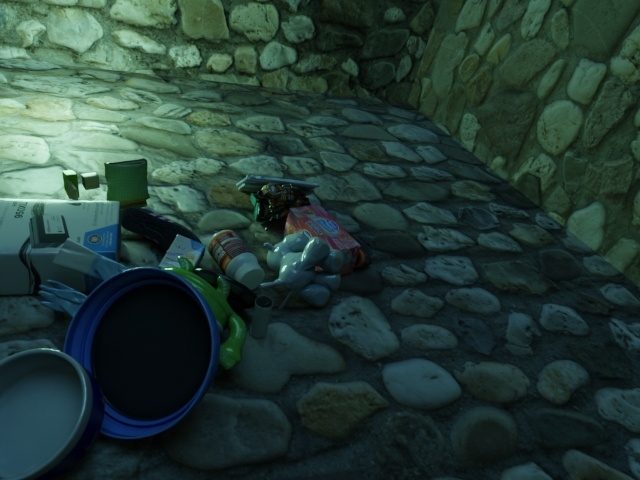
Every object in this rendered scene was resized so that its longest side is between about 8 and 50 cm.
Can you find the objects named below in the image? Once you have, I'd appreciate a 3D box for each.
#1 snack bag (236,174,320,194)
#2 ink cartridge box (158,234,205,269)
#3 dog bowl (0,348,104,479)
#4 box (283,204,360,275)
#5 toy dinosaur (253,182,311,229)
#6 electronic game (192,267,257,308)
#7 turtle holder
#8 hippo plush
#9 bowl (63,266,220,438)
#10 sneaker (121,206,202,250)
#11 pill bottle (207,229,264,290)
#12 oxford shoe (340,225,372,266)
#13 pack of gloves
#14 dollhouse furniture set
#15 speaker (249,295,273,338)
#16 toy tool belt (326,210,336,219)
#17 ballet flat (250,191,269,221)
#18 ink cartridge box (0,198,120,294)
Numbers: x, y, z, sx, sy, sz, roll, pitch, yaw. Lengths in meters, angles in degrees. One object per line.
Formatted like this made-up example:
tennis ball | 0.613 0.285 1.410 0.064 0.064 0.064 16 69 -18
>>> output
snack bag | -0.185 -0.231 1.946 0.322 0.037 0.342 5 -1 -18
ink cartridge box | -0.467 0.079 1.494 0.104 0.062 0.182 21 50 -5
dog bowl | -0.610 0.373 0.951 0.264 0.104 0.265 0 57 -1
box | 0.000 0.000 1.764 0.153 0.142 0.300 -11 43 -34
toy dinosaur | -0.143 -0.152 1.825 0.321 0.218 0.165 33 42 -42
electronic game | -0.299 0.149 1.383 0.229 0.229 0.048 19 64 5
turtle holder | -0.369 0.231 1.255 0.320 0.243 0.228 47 48 -14
hippo plush | -0.080 0.103 1.583 0.294 0.235 0.236 -39 33 -13
bowl | -0.425 0.264 1.082 0.390 0.392 0.077 28 -7 17
sneaker | -0.555 -0.032 1.632 0.318 0.112 0.131 30 5 1
pill bottle | -0.294 0.070 1.569 0.121 0.121 0.221 -14 45 -36
oxford shoe | 0.109 0.017 1.850 0.098 0.097 0.271 9 34 -46
pack of gloves | -0.661 0.133 1.286 0.231 0.195 0.046 29 -10 -9
dollhouse furniture set | -0.753 -0.167 1.649 0.301 0.198 0.151 -18 45 -38
speaker | -0.181 0.234 1.371 0.055 0.136 0.055 10 35 -7
toy tool belt | 0.028 -0.107 2.017 0.083 0.052 0.051 -5 8 -32
ballet flat | -0.256 -0.148 1.936 0.074 0.074 0.203 3 34 -18
ink cartridge box | -0.838 0.013 1.393 0.394 0.167 0.286 -1 38 -22
